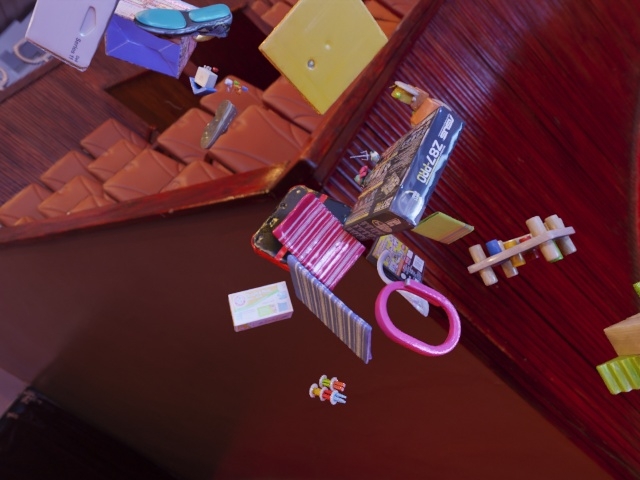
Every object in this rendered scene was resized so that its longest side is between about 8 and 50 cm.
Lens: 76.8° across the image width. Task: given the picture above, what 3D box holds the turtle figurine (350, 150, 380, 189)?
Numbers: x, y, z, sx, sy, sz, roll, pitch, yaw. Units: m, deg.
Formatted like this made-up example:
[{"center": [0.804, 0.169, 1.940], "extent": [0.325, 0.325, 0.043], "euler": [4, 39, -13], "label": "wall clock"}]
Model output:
[{"center": [0.207, -0.216, 1.451], "extent": [0.118, 0.233, 0.175], "euler": [-88, 10, -50], "label": "turtle figurine"}]

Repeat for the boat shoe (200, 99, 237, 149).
[{"center": [-0.335, -0.377, 1.347], "extent": [0.064, 0.060, 0.178], "euler": [34, 94, 37], "label": "boat shoe"}]

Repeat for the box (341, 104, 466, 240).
[{"center": [0.220, -0.170, 1.171], "extent": [0.319, 0.097, 0.395], "euler": [-60, 9, -12], "label": "box"}]

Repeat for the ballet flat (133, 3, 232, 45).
[{"center": [-0.265, -0.419, 0.798], "extent": [0.188, 0.070, 0.070], "euler": [-16, 3, -21], "label": "ballet flat"}]

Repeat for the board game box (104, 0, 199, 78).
[{"center": [-0.554, -0.708, 1.360], "extent": [0.291, 0.231, 0.141], "euler": [-90, 21, -45], "label": "board game box"}]

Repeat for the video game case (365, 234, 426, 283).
[{"center": [0.320, 0.084, 1.673], "extent": [0.035, 0.248, 0.275], "euler": [-51, 1, 31], "label": "video game case"}]

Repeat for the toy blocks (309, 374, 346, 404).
[{"center": [0.050, 0.587, 1.580], "extent": [0.148, 0.054, 0.123], "euler": [3, 15, 35], "label": "toy blocks"}]

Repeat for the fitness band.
[{"center": [0.312, 0.244, 1.285], "extent": [0.209, 0.290, 0.054], "euler": [-68, 7, -30], "label": "fitness band"}]

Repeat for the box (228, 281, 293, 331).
[{"center": [-0.210, 0.231, 1.407], "extent": [0.202, 0.114, 0.103], "euler": [-13, -21, -15], "label": "box"}]

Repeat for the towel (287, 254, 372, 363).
[{"center": [0.029, 0.199, 1.195], "extent": [0.040, 0.336, 0.243], "euler": [-38, -32, -20], "label": "towel"}]

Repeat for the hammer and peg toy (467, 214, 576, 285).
[{"center": [0.633, 0.030, 1.247], "extent": [0.361, 0.128, 0.265], "euler": [-5, -22, -47], "label": "hammer and peg toy"}]

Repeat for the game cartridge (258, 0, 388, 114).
[{"center": [0.016, -0.610, 1.256], "extent": [0.324, 0.285, 0.053], "euler": [-47, 33, 4], "label": "game cartridge"}]

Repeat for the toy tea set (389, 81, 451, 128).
[{"center": [0.335, -0.441, 1.387], "extent": [0.124, 0.199, 0.336], "euler": [-60, -12, 26], "label": "toy tea set"}]

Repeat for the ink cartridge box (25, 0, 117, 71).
[{"center": [-0.372, -0.389, 0.641], "extent": [0.153, 0.086, 0.209], "euler": [-48, 39, 25], "label": "ink cartridge box"}]

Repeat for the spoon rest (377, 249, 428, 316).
[{"center": [0.297, 0.166, 1.477], "extent": [0.084, 0.277, 0.137], "euler": [-39, -22, 13], "label": "spoon rest"}]

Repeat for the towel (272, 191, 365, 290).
[{"center": [0.000, 0.000, 1.309], "extent": [0.199, 0.275, 0.031], "euler": [-48, 9, -20], "label": "towel"}]

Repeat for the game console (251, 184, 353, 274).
[{"center": [-0.082, -0.052, 1.757], "extent": [0.387, 0.341, 0.060], "euler": [-54, -26, -18], "label": "game console"}]

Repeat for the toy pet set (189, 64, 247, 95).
[{"center": [-0.280, -0.409, 1.074], "extent": [0.065, 0.122, 0.114], "euler": [-60, -14, 23], "label": "toy pet set"}]

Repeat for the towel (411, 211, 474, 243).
[{"center": [0.373, -0.038, 1.226], "extent": [0.102, 0.237, 0.021], "euler": [-36, 58, 33], "label": "towel"}]

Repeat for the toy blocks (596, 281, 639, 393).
[{"center": [0.647, 0.110, 0.590], "extent": [0.380, 0.191, 0.261], "euler": [-20, -16, -7], "label": "toy blocks"}]
